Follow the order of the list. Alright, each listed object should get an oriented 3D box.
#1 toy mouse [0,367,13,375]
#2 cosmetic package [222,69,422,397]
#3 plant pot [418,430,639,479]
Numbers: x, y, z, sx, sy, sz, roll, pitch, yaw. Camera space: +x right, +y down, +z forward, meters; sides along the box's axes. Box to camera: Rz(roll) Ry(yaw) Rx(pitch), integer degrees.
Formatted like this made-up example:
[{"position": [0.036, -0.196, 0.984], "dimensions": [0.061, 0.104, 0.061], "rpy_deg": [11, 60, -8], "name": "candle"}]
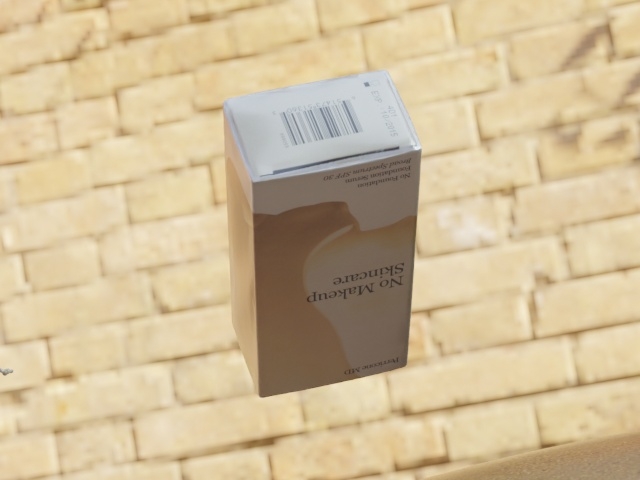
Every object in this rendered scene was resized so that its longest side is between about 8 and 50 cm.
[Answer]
[{"position": [-0.242, 0.060, 1.120], "dimensions": [0.031, 0.161, 0.143], "rpy_deg": [-5, -18, 38], "name": "toy mouse"}, {"position": [0.000, 0.000, 0.655], "dimensions": [0.060, 0.041, 0.115], "rpy_deg": [-13, -41, -10], "name": "cosmetic package"}, {"position": [0.078, 0.196, 0.846], "dimensions": [0.254, 0.237, 0.237], "rpy_deg": [1, -8, -9], "name": "plant pot"}]
